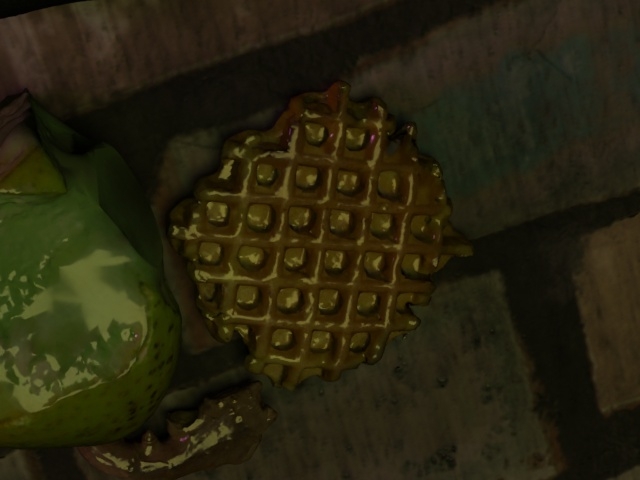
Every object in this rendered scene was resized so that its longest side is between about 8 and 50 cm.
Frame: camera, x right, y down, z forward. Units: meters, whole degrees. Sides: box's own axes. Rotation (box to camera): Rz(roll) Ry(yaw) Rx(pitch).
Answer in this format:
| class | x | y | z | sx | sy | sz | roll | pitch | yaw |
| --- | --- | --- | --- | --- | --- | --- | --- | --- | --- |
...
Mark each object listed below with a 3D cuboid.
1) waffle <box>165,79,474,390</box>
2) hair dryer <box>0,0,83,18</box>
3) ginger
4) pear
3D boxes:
| class | x | y | z | sx | sy | sz | roll | pitch | yaw |
| --- | --- | --- | --- | --- | --- | --- | --- | --- | --- |
| waffle | 0.001 | 0.001 | 1.572 | 0.245 | 0.052 | 0.254 | -36 | 116 | -3 |
| hair dryer | -0.235 | -0.275 | 1.390 | 0.196 | 0.075 | 0.219 | -6 | 105 | -27 |
| ginger | -0.121 | 0.173 | 1.598 | 0.173 | 0.051 | 0.069 | -16 | 111 | -14 |
| pear | -0.242 | 0.063 | 1.450 | 0.286 | 0.176 | 0.282 | -34 | 119 | -2 |
